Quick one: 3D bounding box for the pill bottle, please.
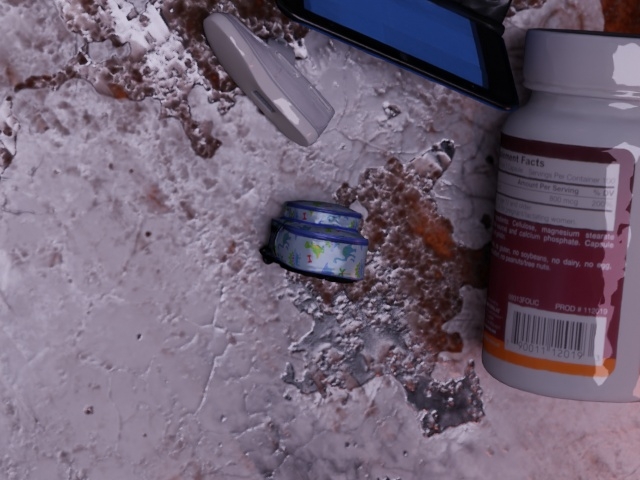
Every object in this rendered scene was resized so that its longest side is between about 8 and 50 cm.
[{"bbox_3d":[0.304,-0.034,1.837,0.224,0.224,0.392,2,100,-17],"label":"pill bottle"}]

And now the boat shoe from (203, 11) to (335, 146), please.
[{"bbox_3d":[-0.052,-0.186,1.787,0.184,0.066,0.063,47,71,-17],"label":"boat shoe"}]

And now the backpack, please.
[{"bbox_3d":[0.000,0.000,1.807,0.105,0.114,0.084,8,98,-18],"label":"backpack"}]

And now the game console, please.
[{"bbox_3d":[0.106,-0.306,1.752,0.293,0.173,0.250,21,94,-20],"label":"game console"}]
